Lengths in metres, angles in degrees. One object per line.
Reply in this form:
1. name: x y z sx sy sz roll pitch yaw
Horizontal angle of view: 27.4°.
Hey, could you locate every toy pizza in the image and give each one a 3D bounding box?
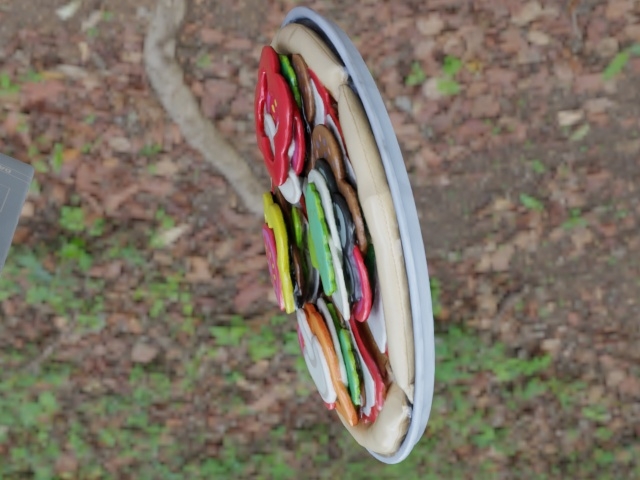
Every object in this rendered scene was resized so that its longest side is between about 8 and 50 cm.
1. toy pizza: 0.000 0.000 0.571 0.032 0.201 0.201 -12 154 -13

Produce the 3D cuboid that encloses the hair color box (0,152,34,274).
1. hair color box: -0.272 0.072 0.773 0.114 0.374 0.185 24 107 -15
